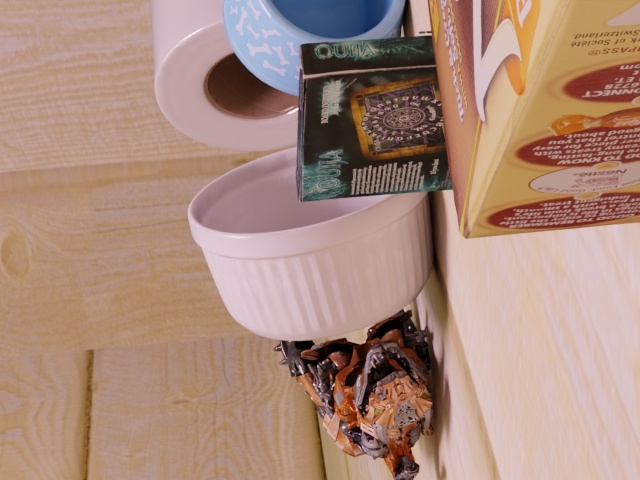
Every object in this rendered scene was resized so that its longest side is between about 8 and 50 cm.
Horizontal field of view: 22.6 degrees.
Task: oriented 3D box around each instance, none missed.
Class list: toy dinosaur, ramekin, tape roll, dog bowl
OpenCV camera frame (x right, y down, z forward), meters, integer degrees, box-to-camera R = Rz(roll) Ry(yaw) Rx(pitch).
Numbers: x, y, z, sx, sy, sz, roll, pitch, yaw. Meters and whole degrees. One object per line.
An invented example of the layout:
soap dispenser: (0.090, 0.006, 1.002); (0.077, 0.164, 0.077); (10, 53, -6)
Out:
toy dinosaur: (0.033, 0.130, 1.489); (0.322, 0.164, 0.218); (-41, 67, 59)
ramekin: (0.000, 0.000, 1.357); (0.207, 0.207, 0.109); (-103, -1, -68)
tape roll: (-0.075, -0.242, 1.854); (0.246, 0.246, 0.169); (90, 173, -55)
dog bowl: (-0.006, -0.276, 1.431); (0.074, 0.166, 0.297); (121, 145, -65)

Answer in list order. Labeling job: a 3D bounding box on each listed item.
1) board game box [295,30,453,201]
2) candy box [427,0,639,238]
board game box: (0.047, -0.076, 1.024); (0.186, 0.126, 0.026); (95, 170, -68)
candy box: (0.092, -0.131, 0.524); (0.316, 0.087, 0.183); (98, 166, -74)
